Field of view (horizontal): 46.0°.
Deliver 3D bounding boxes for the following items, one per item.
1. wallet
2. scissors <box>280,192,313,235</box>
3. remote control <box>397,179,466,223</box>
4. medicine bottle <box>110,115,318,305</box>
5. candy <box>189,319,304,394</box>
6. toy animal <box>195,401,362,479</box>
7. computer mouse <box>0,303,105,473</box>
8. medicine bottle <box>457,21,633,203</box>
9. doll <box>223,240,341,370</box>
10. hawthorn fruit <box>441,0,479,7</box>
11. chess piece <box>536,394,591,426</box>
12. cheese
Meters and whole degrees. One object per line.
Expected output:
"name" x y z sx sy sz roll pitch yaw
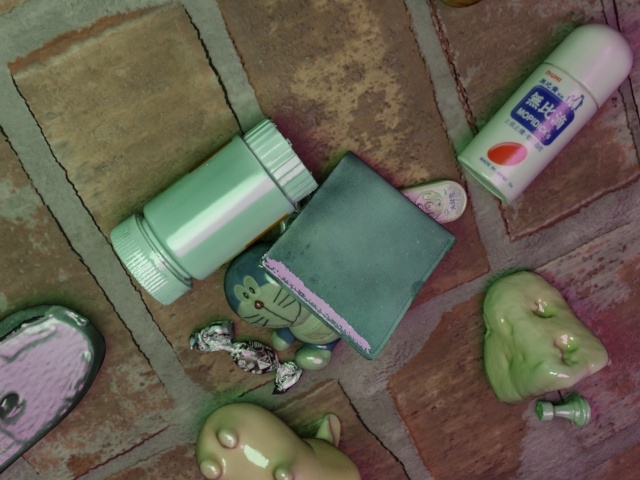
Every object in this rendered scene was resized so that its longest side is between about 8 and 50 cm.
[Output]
"wallet" 0.069 0.015 1.249 0.251 0.054 0.290 39 59 -5
"scissors" 0.000 0.000 1.340 0.212 0.021 0.110 48 55 -34
"remote control" 0.159 -0.058 1.367 0.221 0.042 0.078 -12 106 -10
"medicine bottle" -0.167 -0.050 1.219 0.318 0.158 0.158 -37 115 1
"candy" -0.134 0.215 1.394 0.226 0.051 0.094 29 111 -21
"toy animal" -0.079 0.432 1.406 0.326 0.269 0.237 39 97 8
"computer mouse" -0.523 0.254 1.267 0.374 0.114 0.203 -46 112 -3
"medicine bottle" 0.401 -0.230 1.318 0.130 0.130 0.341 40 96 -25
"doll" -0.042 0.102 1.308 0.258 0.154 0.228 29 131 -31
"hawthorn fruit" 0.221 -0.489 1.148 0.199 0.199 0.251 24 89 -22
"chess piece" 0.521 0.368 1.623 0.103 0.067 0.067 1 111 -6
"cheese" 0.413 0.204 1.489 0.173 0.251 0.248 -17 151 -22
